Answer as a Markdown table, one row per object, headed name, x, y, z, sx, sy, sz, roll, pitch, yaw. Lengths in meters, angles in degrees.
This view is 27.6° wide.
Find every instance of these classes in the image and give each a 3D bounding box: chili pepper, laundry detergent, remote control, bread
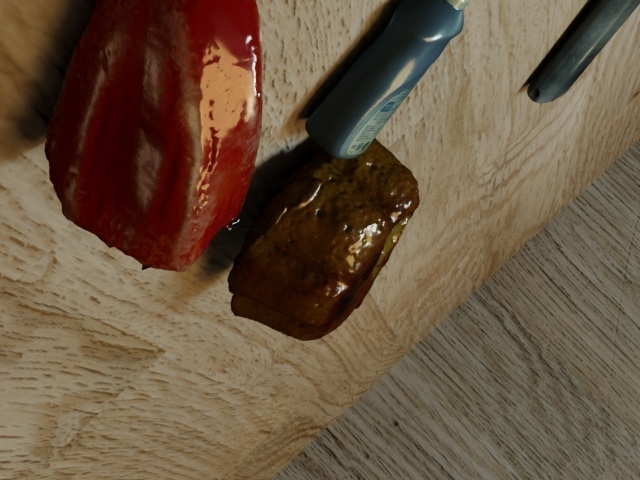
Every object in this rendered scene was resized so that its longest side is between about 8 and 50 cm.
| name | x | y | z | sx | sy | sz | roll | pitch | yaw |
| --- | --- | --- | --- | --- | --- | --- | --- | --- | --- |
| chili pepper | -0.096 | -0.102 | 0.827 | 0.136 | 0.144 | 0.253 | 3 | 140 | -17 |
| laundry detergent | 0.073 | -0.171 | 1.252 | 0.206 | 0.061 | 0.096 | -50 | 163 | 24 |
| remote control | 0.408 | -0.332 | 1.741 | 0.107 | 0.044 | 0.377 | -35 | 165 | -48 |
| bread | 0.008 | -0.011 | 1.396 | 0.232 | 0.135 | 0.247 | -51 | 169 | -30 |
